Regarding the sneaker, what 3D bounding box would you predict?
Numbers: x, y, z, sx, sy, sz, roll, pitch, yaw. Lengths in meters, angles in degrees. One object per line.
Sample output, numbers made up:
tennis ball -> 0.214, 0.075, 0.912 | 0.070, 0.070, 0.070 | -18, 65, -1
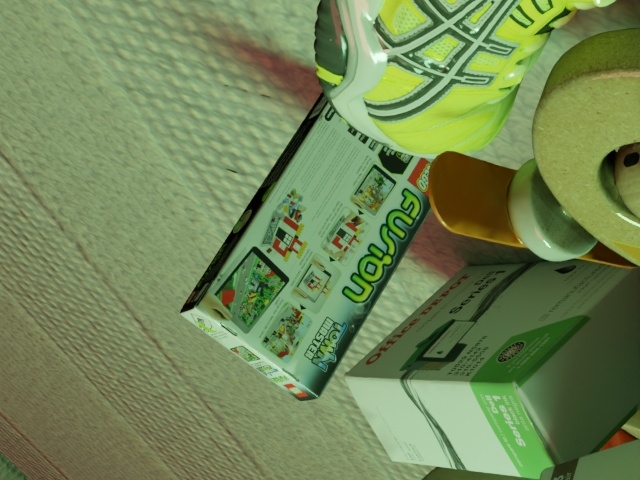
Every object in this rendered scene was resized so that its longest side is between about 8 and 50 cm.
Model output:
sneaker -> 0.088, -0.141, 0.833 | 0.147, 0.145, 0.384 | 26, 160, 16

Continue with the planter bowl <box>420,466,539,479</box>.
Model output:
planter bowl -> 0.173, 0.282, 1.691 | 0.162, 0.109, 0.162 | 27, 159, 11

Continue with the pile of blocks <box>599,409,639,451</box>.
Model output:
pile of blocks -> 0.352, 0.199, 1.256 | 0.362, 0.112, 0.149 | 27, 158, 13

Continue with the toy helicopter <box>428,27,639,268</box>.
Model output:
toy helicopter -> 0.210, 0.012, 0.916 | 0.235, 0.140, 0.355 | 1, 144, 27

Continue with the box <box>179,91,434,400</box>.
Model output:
box -> 0.000, 0.000, 1.172 | 0.114, 0.207, 0.036 | 38, 158, -15

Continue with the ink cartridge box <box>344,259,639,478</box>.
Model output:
ink cartridge box -> 0.145, 0.094, 1.228 | 0.219, 0.160, 0.092 | -5, 120, 57

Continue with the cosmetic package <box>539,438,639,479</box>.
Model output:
cosmetic package -> 0.285, 0.325, 1.054 | 0.156, 0.217, 0.385 | -23, 121, 37
